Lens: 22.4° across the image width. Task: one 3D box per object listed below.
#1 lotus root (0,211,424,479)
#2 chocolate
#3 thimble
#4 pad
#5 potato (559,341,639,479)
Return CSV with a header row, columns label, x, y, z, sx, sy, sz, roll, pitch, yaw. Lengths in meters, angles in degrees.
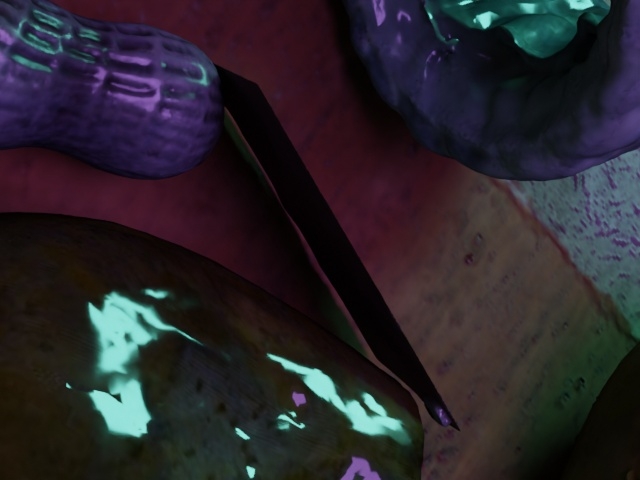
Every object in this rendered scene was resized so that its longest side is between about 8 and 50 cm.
label,x,y,z,sx,sy,sz,roll,pitch,yaw
lotus root,-0.103,0.103,0.648,0.260,0.149,0.267,39,67,-32
chocolate,-0.114,-0.067,0.677,0.167,0.072,0.072,12,85,-38
thimble,0.133,-0.148,0.750,0.172,0.250,0.205,-22,72,-34
pad,0.000,0.000,0.739,0.006,0.113,0.188,-33,111,-7
potato,0.210,0.181,0.861,0.210,0.173,0.308,19,82,-26
